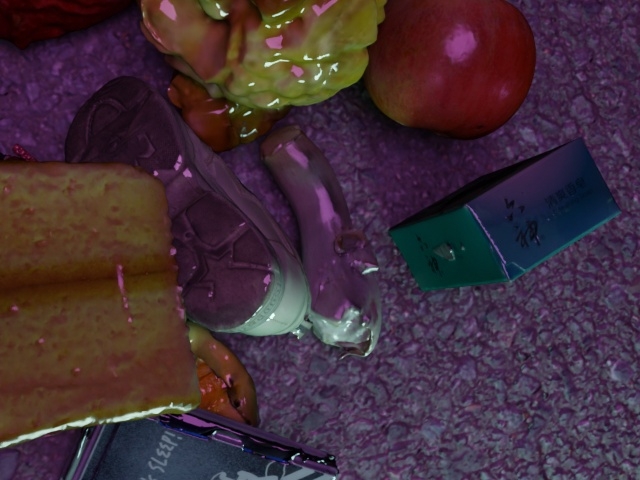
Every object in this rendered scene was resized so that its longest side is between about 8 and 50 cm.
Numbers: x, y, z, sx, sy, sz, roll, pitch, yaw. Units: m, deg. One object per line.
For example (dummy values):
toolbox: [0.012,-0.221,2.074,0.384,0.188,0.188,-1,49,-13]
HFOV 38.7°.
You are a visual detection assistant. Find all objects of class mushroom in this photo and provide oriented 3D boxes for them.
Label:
mushroom: [0.002,0.000,1.038,0.096,0.099,0.277,-13,85,-30]

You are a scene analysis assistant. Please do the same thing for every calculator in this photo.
calculator: [-0.131,0.257,0.980,0.274,0.028,0.165,22,112,-13]

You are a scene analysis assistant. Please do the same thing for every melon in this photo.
melon: [-0.151,0.157,0.991,0.128,0.079,0.160,-33,117,6]

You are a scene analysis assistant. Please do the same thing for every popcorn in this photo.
popcorn: [-0.062,-0.243,0.949,0.265,0.225,0.332,16,125,13]

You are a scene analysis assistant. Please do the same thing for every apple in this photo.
apple: [0.140,-0.200,1.031,0.210,0.209,0.164,11,102,-14]

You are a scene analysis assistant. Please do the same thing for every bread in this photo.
bread: [-0.328,0.075,0.865,0.245,0.362,0.233,-5,83,-43]

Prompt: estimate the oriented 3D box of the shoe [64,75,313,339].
shoe: [-0.131,-0.021,0.968,0.132,0.210,0.342,-42,63,3]

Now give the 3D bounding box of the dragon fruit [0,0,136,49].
dragon fruit: [-0.280,-0.376,0.959,0.330,0.302,0.240,-4,54,-31]

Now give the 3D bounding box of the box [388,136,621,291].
box: [0.192,-0.020,1.007,0.153,0.245,0.092,-30,93,-16]

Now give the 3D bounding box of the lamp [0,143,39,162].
lamp: [-0.261,0.022,0.949,0.253,0.118,0.118,43,77,-4]
